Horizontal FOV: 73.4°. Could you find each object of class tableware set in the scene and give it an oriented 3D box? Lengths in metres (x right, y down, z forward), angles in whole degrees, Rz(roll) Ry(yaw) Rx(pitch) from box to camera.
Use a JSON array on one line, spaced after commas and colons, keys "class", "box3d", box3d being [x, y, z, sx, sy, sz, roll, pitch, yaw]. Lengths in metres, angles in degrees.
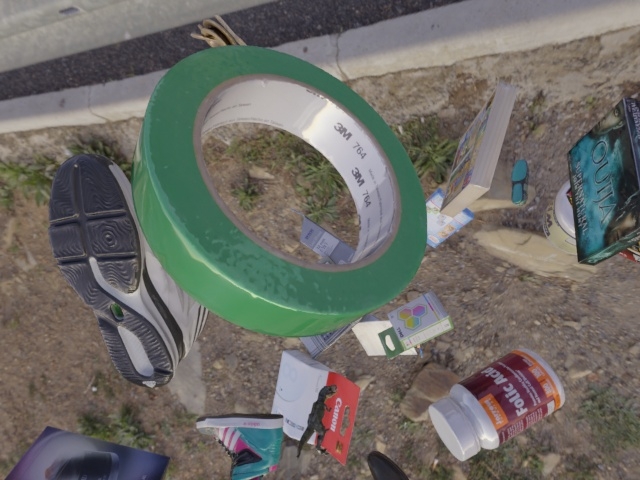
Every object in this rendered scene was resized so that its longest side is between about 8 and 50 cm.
[{"class": "tableware set", "box3d": [-0.179, -0.378, 0.911, 0.039, 0.194, 0.128, -54, 33, -8]}]

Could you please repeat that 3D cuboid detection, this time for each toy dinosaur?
[{"class": "toy dinosaur", "box3d": [-0.009, 0.545, 1.242, 0.064, 0.268, 0.118, -9, 116, 26]}]

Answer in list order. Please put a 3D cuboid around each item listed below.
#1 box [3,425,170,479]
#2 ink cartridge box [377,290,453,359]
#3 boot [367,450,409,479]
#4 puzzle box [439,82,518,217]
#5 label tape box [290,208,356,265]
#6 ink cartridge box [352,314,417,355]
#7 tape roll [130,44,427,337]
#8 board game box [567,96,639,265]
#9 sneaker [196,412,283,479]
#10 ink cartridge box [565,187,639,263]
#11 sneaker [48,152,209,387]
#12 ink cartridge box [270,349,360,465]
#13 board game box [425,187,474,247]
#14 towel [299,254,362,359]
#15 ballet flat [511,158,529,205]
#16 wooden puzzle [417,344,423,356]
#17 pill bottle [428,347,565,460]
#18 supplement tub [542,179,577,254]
[{"class": "box", "box3d": [-0.513, 0.585, 0.881, 0.294, 0.296, 0.183, 17, 110, -6]}, {"class": "ink cartridge box", "box3d": [0.262, 0.243, 1.239, 0.209, 0.062, 0.109, -28, 36, 6]}, {"class": "boot", "box3d": [0.165, 0.597, 0.979, 0.082, 0.106, 0.219, -46, 65, 19]}, {"class": "puzzle box", "box3d": [0.436, -0.230, 1.232, 0.052, 0.409, 0.272, 16, 84, 7]}, {"class": "label tape box", "box3d": [0.000, 0.000, 1.956, 0.347, 0.249, 0.115, 33, 91, 5]}, {"class": "ink cartridge box", "box3d": [0.254, 0.378, 1.724, 0.232, 0.066, 0.189, -16, 115, 34]}, {"class": "tape roll", "box3d": [-0.029, -0.062, 0.468, 0.077, 0.321, 0.321, -42, 67, 49]}, {"class": "board game box", "box3d": [0.382, -0.075, 0.569, 0.026, 0.126, 0.186, 9, 66, -1]}, {"class": "sneaker", "box3d": [-0.209, 0.537, 1.092, 0.295, 0.124, 0.178, -16, 67, 37]}, {"class": "ink cartridge box", "box3d": [0.637, -0.044, 0.779, 0.130, 0.272, 0.309, -50, 38, 2]}, {"class": "sneaker", "box3d": [-0.345, 0.035, 0.856, 0.169, 0.257, 0.448, -5, 111, 14]}, {"class": "ink cartridge box", "box3d": [-0.034, 0.642, 1.678, 0.385, 0.091, 0.308, 15, 95, 48]}, {"class": "board game box", "box3d": [0.425, -0.078, 1.573, 0.160, 0.039, 0.211, 35, 138, -7]}, {"class": "towel", "box3d": [-0.004, 0.267, 1.766, 0.312, 0.056, 0.324, -45, 60, 15]}, {"class": "ballet flat", "box3d": [0.780, -0.220, 1.671, 0.070, 0.070, 0.188, 8, 79, 25]}, {"class": "wooden puzzle", "box3d": [0.303, 0.302, 1.338, 0.014, 0.116, 0.079, -12, 110, 13]}, {"class": "pill bottle", "box3d": [0.576, 0.542, 1.428, 0.392, 0.224, 0.224, -25, 74, -12]}, {"class": "supplement tub", "box3d": [0.894, -0.079, 1.448, 0.235, 0.325, 0.235, -4, 77, 17]}]
